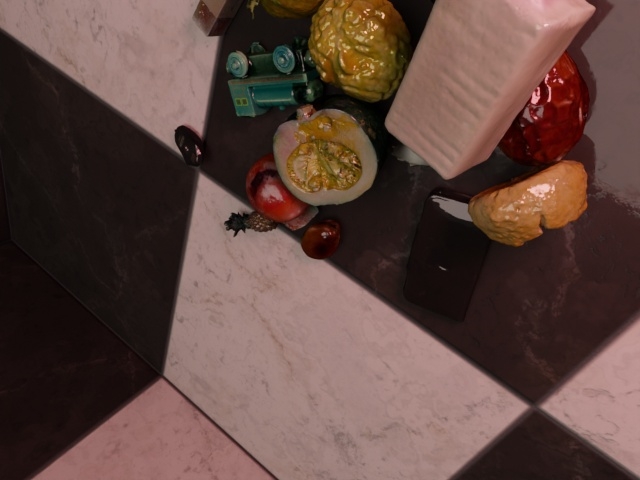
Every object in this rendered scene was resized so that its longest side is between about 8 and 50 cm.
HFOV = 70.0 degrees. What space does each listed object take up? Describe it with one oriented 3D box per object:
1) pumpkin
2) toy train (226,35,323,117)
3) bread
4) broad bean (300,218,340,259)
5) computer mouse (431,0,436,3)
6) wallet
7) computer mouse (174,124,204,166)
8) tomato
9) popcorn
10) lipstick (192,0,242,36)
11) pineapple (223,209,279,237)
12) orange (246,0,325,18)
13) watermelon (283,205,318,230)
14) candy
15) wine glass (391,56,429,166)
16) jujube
[{"bbox_3d":[0.040,-0.253,1.178,0.293,0.197,0.263,-4,126,32],"label":"pumpkin"},{"bbox_3d":[-0.126,-0.446,1.268,0.298,0.120,0.194,8,125,32],"label":"toy train"},{"bbox_3d":[0.446,-0.075,0.982,0.244,0.244,0.134,-27,89,41],"label":"bread"},{"bbox_3d":[0.000,0.000,1.427,0.114,0.084,0.165,37,135,11],"label":"broad bean"},{"bbox_3d":[0.270,-0.496,0.865,0.170,0.269,0.100,42,94,16],"label":"computer mouse"},{"bbox_3d":[0.338,0.050,1.236,0.197,0.051,0.377,21,124,22],"label":"wallet"},{"bbox_3d":[-0.450,-0.331,1.593,0.172,0.057,0.099,53,134,16],"label":"computer mouse"},{"bbox_3d":[-0.119,-0.158,1.346,0.208,0.184,0.208,1,93,11],"label":"tomato"},{"bbox_3d":[0.104,-0.432,1.031,0.237,0.251,0.206,43,117,26],"label":"popcorn"},{"bbox_3d":[-0.223,-0.715,1.215,0.080,0.076,0.371,53,131,3],"label":"lipstick"},{"bbox_3d":[-0.225,-0.063,1.540,0.221,0.103,0.083,-6,110,36],"label":"pineapple"},{"bbox_3d":[-0.044,-0.651,1.017,0.300,0.223,0.301,-47,45,52],"label":"orange"},{"bbox_3d":[-0.091,-0.086,1.449,0.180,0.094,0.081,29,132,39],"label":"watermelon"},{"bbox_3d":[0.264,-0.298,0.800,0.208,0.145,0.359,49,149,18],"label":"candy"},{"bbox_3d":[0.254,-0.299,1.056,0.156,0.156,0.232,19,120,26],"label":"wine glass"},{"bbox_3d":[0.418,-0.293,0.910,0.197,0.197,0.290,-11,106,38],"label":"jujube"}]
